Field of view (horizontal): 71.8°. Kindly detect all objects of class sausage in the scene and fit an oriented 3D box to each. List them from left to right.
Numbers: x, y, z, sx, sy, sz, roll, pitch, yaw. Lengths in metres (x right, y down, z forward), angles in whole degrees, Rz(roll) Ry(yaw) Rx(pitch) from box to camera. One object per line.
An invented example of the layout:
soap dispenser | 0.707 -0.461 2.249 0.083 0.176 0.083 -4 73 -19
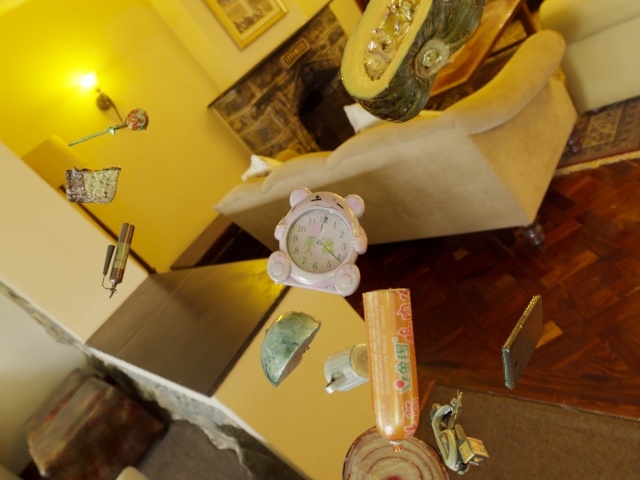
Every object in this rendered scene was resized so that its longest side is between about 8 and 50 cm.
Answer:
sausage | 0.106 0.189 0.649 0.071 0.234 0.071 -5 -4 0

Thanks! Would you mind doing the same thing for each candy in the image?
candy | -0.454 -0.238 0.956 0.184 0.049 0.056 -37 -16 -34

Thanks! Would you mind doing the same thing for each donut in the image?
donut | -0.753 -0.184 1.473 0.144 0.186 0.126 179 95 -78

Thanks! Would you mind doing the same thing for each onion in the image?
onion | 0.209 0.672 1.161 0.281 0.260 0.337 -27 51 -9

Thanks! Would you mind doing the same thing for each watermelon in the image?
watermelon | -0.151 0.380 1.579 0.188 0.175 0.322 -31 -29 -52

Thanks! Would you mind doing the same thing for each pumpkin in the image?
pumpkin | 0.159 -0.398 0.859 0.317 0.139 0.222 -61 42 35

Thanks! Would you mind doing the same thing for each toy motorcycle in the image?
toy motorcycle | 0.427 0.616 1.426 0.157 0.090 0.263 -60 19 24

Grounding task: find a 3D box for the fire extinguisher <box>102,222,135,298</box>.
fire extinguisher | -0.460 0.041 0.999 0.035 0.049 0.173 -1 70 15

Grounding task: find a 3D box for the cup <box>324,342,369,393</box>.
cup | 0.126 0.538 1.805 0.202 0.166 0.221 -44 21 51

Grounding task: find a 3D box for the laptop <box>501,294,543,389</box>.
laptop | 0.508 0.249 1.109 0.026 0.154 0.207 12 44 43

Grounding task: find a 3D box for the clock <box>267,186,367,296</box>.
clock | 0.000 0.000 1.398 0.113 0.295 0.322 62 -142 -77
